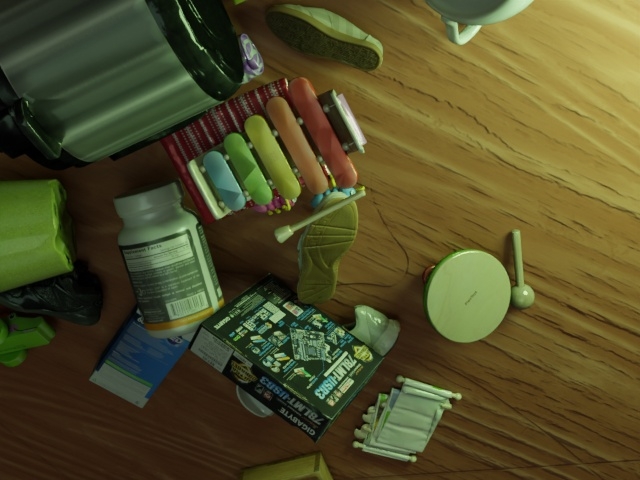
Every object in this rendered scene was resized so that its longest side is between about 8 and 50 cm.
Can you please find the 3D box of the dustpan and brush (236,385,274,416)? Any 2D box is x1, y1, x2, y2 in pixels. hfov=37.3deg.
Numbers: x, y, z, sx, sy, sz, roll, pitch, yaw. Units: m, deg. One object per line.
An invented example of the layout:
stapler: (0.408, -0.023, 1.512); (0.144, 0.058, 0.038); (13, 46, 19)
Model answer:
dustpan and brush: (-0.144, 0.299, 2.031); (0.211, 0.060, 0.147); (40, 115, -17)

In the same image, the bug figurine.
bug figurine: (-0.056, -0.144, 1.767); (0.216, 0.072, 0.279); (-19, 117, 15)

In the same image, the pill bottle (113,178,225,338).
pill bottle: (-0.292, 0.033, 1.812); (0.162, 0.162, 0.278); (-13, 101, 12)

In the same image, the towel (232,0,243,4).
towel: (-0.147, -0.522, 1.586); (0.102, 0.021, 0.237); (-19, 117, 11)

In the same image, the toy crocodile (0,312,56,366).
toy crocodile: (-0.727, 0.213, 2.012); (0.340, 0.105, 0.115); (-15, 145, 12)

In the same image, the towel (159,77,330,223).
towel: (-0.141, -0.158, 1.721); (0.274, 0.031, 0.199); (-20, 109, 20)

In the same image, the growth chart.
growth chart: (0.180, 0.395, 2.082); (0.172, 0.021, 0.237); (23, 119, -8)

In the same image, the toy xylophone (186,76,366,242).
toy xylophone: (-0.055, -0.127, 1.645); (0.322, 0.081, 0.236); (-32, 99, 22)

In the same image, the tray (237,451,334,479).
tray: (-0.025, 0.688, 2.236); (0.202, 0.076, 0.411); (-16, 118, 13)

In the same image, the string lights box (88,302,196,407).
string lights box: (-0.363, 0.220, 1.995); (0.133, 0.077, 0.260); (32, 117, -13)

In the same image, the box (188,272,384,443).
box: (-0.055, 0.211, 1.793); (0.293, 0.295, 0.073); (36, 117, 9)

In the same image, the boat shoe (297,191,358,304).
boat shoe: (0.000, 0.000, 1.812); (0.098, 0.096, 0.277); (4, 134, -16)

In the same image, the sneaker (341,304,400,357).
sneaker: (0.047, 0.236, 1.971); (0.121, 0.099, 0.262); (36, 109, -7)

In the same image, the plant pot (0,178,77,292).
plant pot: (-0.607, -0.010, 1.799); (0.253, 0.276, 0.276); (-9, 119, -3)

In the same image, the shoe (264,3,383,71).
shoe: (0.008, -0.359, 1.655); (0.219, 0.058, 0.076); (22, 139, -4)

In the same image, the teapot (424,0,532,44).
teapot: (0.272, -0.464, 1.505); (0.256, 0.187, 0.253); (-13, 100, 41)

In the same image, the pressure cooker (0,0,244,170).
pressure cooker: (-0.375, -0.318, 1.500); (0.420, 0.370, 0.376); (-23, 90, 10)

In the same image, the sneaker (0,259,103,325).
sneaker: (-0.553, 0.089, 1.933); (0.227, 0.087, 0.130); (14, 118, -7)

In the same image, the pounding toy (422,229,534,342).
pounding toy: (0.290, 0.089, 1.871); (0.236, 0.110, 0.183); (-23, 107, -16)

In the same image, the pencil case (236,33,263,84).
pencil case: (-0.200, -0.288, 1.688); (0.206, 0.088, 0.086); (-28, 116, 18)
